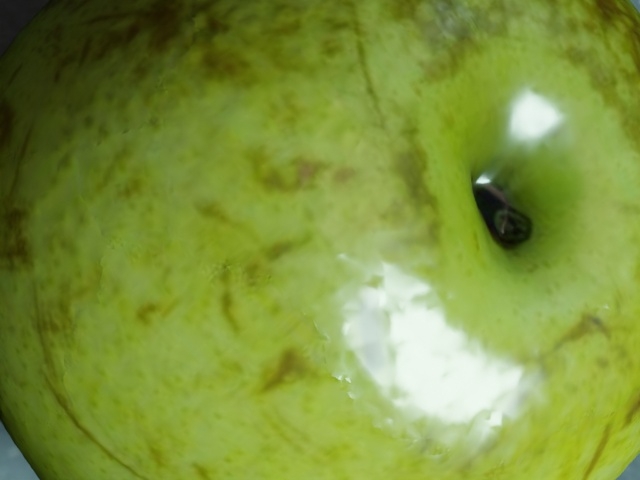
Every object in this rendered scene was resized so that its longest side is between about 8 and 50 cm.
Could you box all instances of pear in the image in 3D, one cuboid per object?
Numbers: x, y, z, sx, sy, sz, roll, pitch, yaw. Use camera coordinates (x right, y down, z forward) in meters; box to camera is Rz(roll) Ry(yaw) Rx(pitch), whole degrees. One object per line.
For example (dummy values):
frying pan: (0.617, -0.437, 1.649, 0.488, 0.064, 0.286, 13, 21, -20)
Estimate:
pear: (0.000, 0.000, 0.478, 0.283, 0.283, 0.283, 8, 73, -27)
